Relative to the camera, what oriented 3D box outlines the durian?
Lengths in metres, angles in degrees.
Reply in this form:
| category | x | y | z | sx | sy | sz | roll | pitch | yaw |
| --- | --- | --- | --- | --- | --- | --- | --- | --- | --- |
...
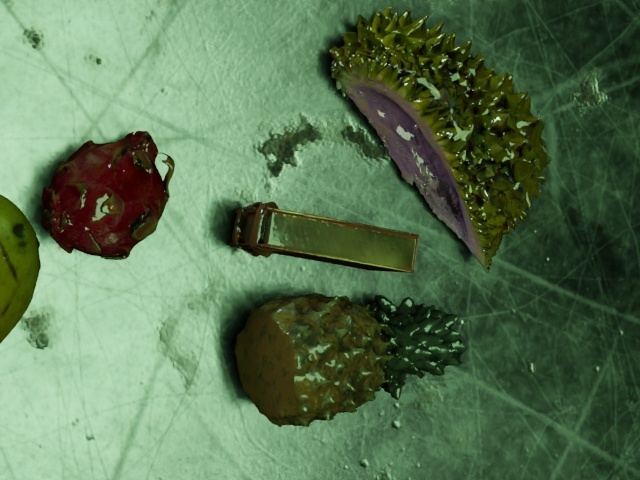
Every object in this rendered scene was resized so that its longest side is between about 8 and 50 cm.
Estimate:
| category | x | y | z | sx | sy | sz | roll | pitch | yaw |
| --- | --- | --- | --- | --- | --- | --- | --- | --- | --- |
| durian | 0.168 | -0.146 | 1.871 | 0.191 | 0.112 | 0.341 | -40 | 103 | -12 |

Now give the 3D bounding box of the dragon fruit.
| category | x | y | z | sx | sy | sz | roll | pitch | yaw |
| --- | --- | --- | --- | --- | --- | --- | --- | --- | --- |
| dragon fruit | -0.228 | -0.047 | 1.725 | 0.166 | 0.136 | 0.133 | -59 | 144 | -36 |

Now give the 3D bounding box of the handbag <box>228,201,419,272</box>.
| category | x | y | z | sx | sy | sz | roll | pitch | yaw |
| --- | --- | --- | --- | --- | --- | --- | --- | --- | --- |
| handbag | 0.000 | 0.000 | 1.807 | 0.190 | 0.127 | 0.063 | 11 | 87 | -21 |

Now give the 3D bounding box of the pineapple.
| category | x | y | z | sx | sy | sz | roll | pitch | yaw |
| --- | --- | --- | --- | --- | --- | --- | --- | --- | --- |
| pineapple | 0.049 | 0.123 | 1.827 | 0.278 | 0.158 | 0.158 | -9 | 95 | -33 |

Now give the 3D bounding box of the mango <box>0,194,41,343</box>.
| category | x | y | z | sx | sy | sz | roll | pitch | yaw |
| --- | --- | --- | --- | --- | --- | --- | --- | --- | --- |
| mango | -0.406 | 0.060 | 1.657 | 0.167 | 0.130 | 0.262 | 34 | 89 | -27 |
